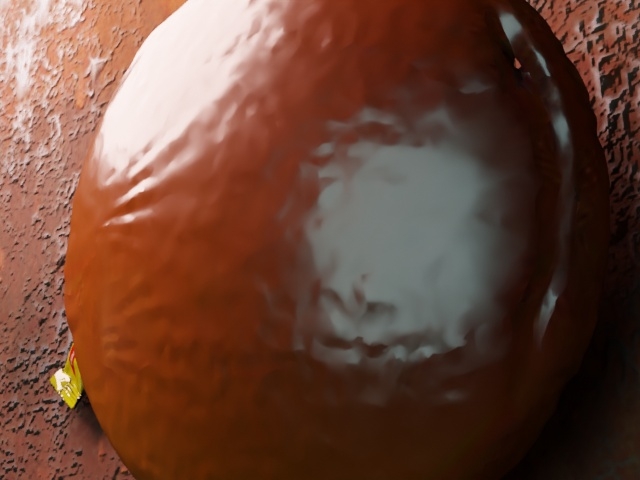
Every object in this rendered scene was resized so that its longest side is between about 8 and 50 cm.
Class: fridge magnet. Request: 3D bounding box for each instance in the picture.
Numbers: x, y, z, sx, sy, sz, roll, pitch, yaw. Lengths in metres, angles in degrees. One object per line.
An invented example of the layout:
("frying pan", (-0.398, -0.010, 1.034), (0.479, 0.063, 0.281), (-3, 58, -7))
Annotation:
("fridge magnet", (0.000, 0.000, 0.804), (0.364, 0.155, 0.363), (-7, 78, 34))

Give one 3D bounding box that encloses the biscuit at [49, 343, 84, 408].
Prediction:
("biscuit", (-0.115, -0.009, 1.004), (0.292, 0.026, 0.048), (-60, 29, 5))
